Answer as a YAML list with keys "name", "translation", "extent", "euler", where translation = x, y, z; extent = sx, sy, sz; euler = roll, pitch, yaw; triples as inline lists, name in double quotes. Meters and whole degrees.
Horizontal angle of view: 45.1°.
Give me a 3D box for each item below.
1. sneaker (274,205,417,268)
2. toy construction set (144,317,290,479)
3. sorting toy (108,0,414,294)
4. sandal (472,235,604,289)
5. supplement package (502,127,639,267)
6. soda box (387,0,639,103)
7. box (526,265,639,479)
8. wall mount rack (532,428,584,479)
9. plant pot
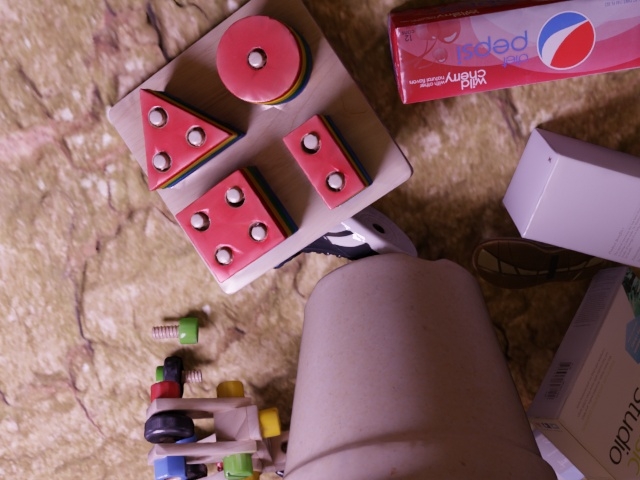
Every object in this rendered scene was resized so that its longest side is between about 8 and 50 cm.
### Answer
- name: "sneaker"
  translation: [0.000, 0.000, 0.941]
  extent: [0.217, 0.079, 0.121]
  euler: [31, 115, -5]
- name: "toy construction set"
  translation: [-0.090, 0.283, 0.963]
  extent: [0.237, 0.309, 0.257]
  euler: [-3, 124, -4]
- name: "sorting toy"
  translation: [-0.077, -0.105, 0.832]
  extent: [0.257, 0.089, 0.255]
  euler: [-33, 91, 15]
- name: "sandal"
  translation: [0.269, 0.019, 0.966]
  extent: [0.180, 0.049, 0.072]
  euler: [-2, 122, -15]
- name: "supplement package"
  translation: [0.323, -0.048, 0.897]
  extent: [0.179, 0.105, 0.105]
  euler: [15, 116, -8]
- name: "soda box"
  translation: [0.208, -0.215, 0.824]
  extent: [0.263, 0.092, 0.083]
  euler: [-8, 117, 4]
- name: "box"
  translation: [0.417, 0.223, 0.978]
  extent: [0.322, 0.058, 0.232]
  euler: [45, 63, -20]
- name: "wall mount rack"
  translation: [0.363, 0.378, 1.089]
  extent: [0.350, 0.130, 0.304]
  euler: [-40, 112, 18]
- name: "plant pot"
  translation: [0.093, 0.195, 0.870]
  extent: [0.334, 0.305, 0.334]
  euler: [-2, 143, -1]
